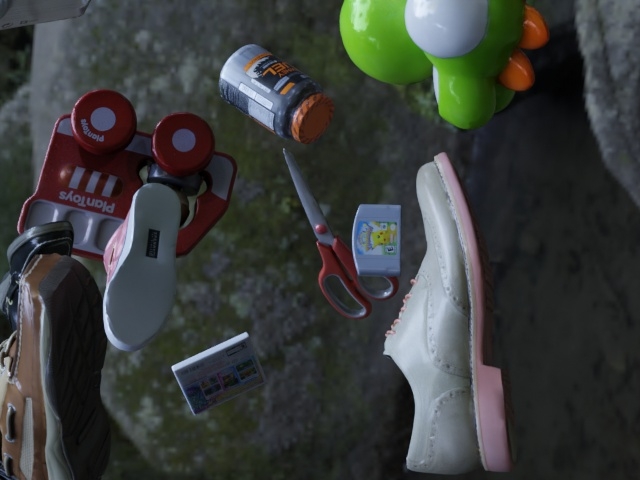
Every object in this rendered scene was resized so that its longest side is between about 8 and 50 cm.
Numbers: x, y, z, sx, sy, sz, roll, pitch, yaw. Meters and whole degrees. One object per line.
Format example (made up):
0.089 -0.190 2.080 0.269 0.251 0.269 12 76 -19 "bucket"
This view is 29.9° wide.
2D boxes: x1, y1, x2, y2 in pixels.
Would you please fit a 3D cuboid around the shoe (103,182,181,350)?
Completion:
-0.174 0.037 1.138 0.081 0.063 0.178 129 153 -52 "shoe"

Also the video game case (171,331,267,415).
-0.192 0.257 2.302 0.019 0.157 0.143 -123 11 -45 "video game case"

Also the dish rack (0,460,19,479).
-0.409 0.366 1.579 0.074 0.208 0.271 -59 -6 -46 "dish rack"

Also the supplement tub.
-0.075 -0.252 2.090 0.190 0.117 0.117 34 130 26 "supplement tub"

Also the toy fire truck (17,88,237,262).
-0.295 -0.077 1.875 0.169 0.302 0.254 136 149 -75 "toy fire truck"

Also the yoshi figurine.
0.073 -0.267 1.004 0.203 0.204 0.362 -121 18 -60 "yoshi figurine"

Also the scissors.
0.000 0.000 1.691 0.109 0.297 0.021 -26 30 27 "scissors"

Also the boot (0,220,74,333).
-0.339 0.096 1.524 0.178 0.085 0.236 65 146 19 "boot"

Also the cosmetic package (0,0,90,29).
-0.377 -0.452 1.597 0.385 0.156 0.217 -24 82 64 "cosmetic package"

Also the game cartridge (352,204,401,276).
0.063 -0.001 1.345 0.017 0.056 0.083 74 -164 -71 "game cartridge"

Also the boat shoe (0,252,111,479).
-0.296 0.156 1.251 0.122 0.120 0.324 -64 -17 -53 "boat shoe"

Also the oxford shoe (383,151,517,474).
0.140 0.086 1.454 0.140 0.146 0.397 46 -143 -68 "oxford shoe"
